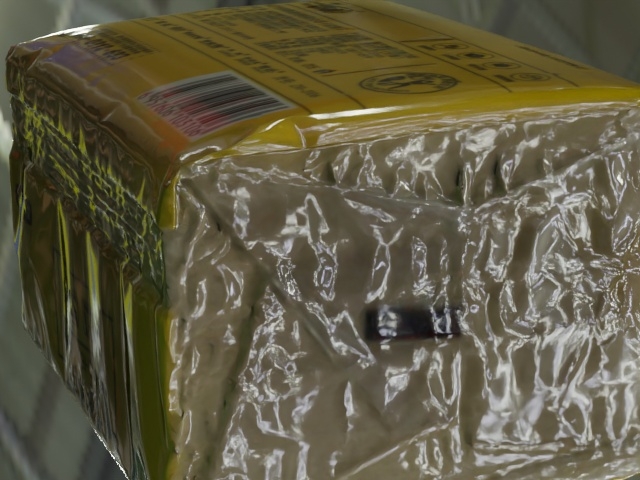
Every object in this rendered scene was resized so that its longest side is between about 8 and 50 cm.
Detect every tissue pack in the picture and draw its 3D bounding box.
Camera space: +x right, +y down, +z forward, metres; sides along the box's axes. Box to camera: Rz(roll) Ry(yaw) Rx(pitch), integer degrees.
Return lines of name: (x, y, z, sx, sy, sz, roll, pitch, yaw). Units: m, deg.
tissue pack: (0.000, 0.000, 1.051, 0.382, 0.293, 0.228, -143, -133, -65)
